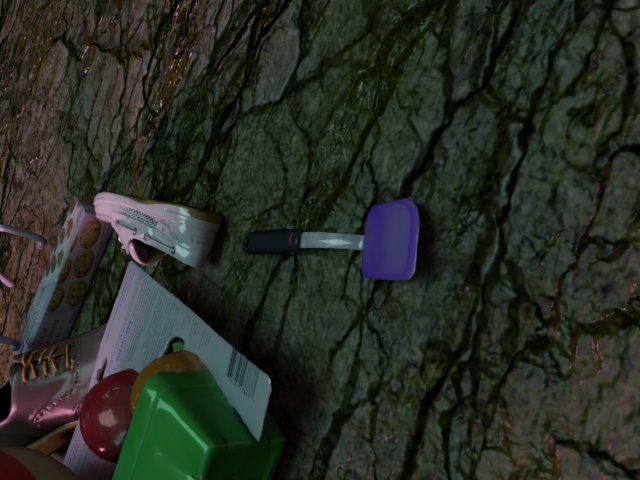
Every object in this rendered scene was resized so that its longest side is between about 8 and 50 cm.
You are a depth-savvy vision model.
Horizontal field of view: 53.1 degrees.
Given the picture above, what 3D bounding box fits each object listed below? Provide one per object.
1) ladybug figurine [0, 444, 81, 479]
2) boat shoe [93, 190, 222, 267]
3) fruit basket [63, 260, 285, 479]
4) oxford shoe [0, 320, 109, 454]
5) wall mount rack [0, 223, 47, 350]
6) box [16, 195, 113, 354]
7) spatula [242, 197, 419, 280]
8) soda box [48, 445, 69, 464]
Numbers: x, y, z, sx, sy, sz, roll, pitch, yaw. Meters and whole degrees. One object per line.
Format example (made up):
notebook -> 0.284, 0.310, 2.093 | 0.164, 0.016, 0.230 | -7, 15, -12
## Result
ladybug figurine -> -0.364, 0.372, 0.651 | 0.449, 0.162, 0.305 | 3, 73, 37
boat shoe -> -0.257, -0.013, 0.941 | 0.277, 0.098, 0.096 | 10, 87, 45
fruit basket -> -0.200, 0.236, 0.794 | 0.353, 0.165, 0.327 | 28, 101, 50
oxford shoe -> -0.383, 0.207, 0.960 | 0.363, 0.132, 0.130 | -40, 40, 15
wall mount rack -> -0.632, 0.122, 1.219 | 0.304, 0.130, 0.350 | -27, 52, 46
box -> -0.457, 0.079, 1.146 | 0.063, 0.067, 0.324 | 41, 109, 43
spatula -> 0.000, 0.000, 0.727 | 0.296, 0.030, 0.084 | 0, 80, 46
soda box -> -0.366, 0.371, 0.987 | 0.183, 0.062, 0.058 | 7, 83, 46
